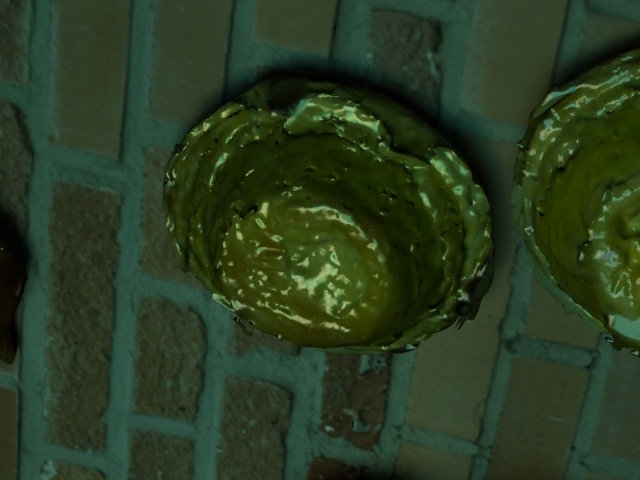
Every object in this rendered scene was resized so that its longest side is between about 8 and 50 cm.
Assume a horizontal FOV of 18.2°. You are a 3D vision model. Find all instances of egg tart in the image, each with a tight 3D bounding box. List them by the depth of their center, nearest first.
[{"bbox_3d":[0.291,-0.008,1.569,0.315,0.120,0.315,8,126,11],"label":"egg tart"},{"bbox_3d":[0.000,0.000,1.669,0.294,0.116,0.295,8,125,12],"label":"egg tart"}]

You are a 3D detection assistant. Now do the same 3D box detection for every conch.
[{"bbox_3d":[-0.308,0.029,1.813,0.080,0.086,0.233,-38,129,-7],"label":"conch"}]
